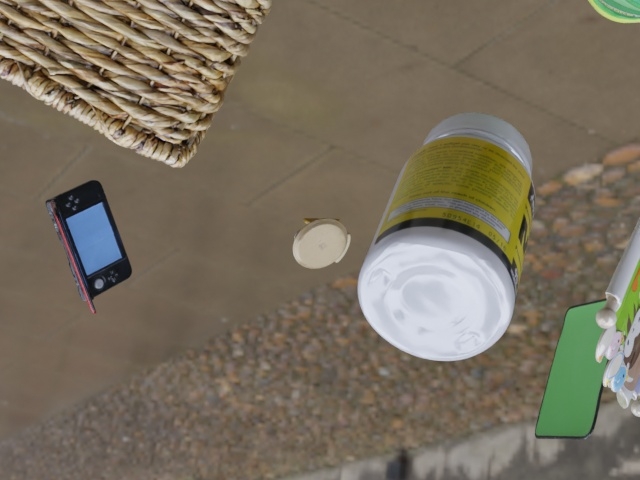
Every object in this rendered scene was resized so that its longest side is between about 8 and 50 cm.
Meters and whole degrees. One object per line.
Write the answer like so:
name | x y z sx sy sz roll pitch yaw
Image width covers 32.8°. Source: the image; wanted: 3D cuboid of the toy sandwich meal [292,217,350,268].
toy sandwich meal | 0.000 0.000 1.428 0.085 0.029 0.086 -12 125 -17

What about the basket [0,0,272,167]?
basket | -0.198 -0.235 0.952 0.299 0.223 0.213 27 -171 -13

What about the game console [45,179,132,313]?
game console | -0.289 0.005 1.393 0.085 0.144 0.124 -1 -157 44

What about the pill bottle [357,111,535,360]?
pill bottle | 0.110 -0.012 0.877 0.119 0.208 0.119 10 128 13

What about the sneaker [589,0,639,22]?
sneaker | 0.229 -0.317 0.885 0.109 0.123 0.296 -30 105 4

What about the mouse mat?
mouse mat | 0.334 0.167 1.407 0.007 0.190 0.152 22 166 -11

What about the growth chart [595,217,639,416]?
growth chart | 0.282 0.060 0.947 0.021 0.172 0.237 14 157 29
